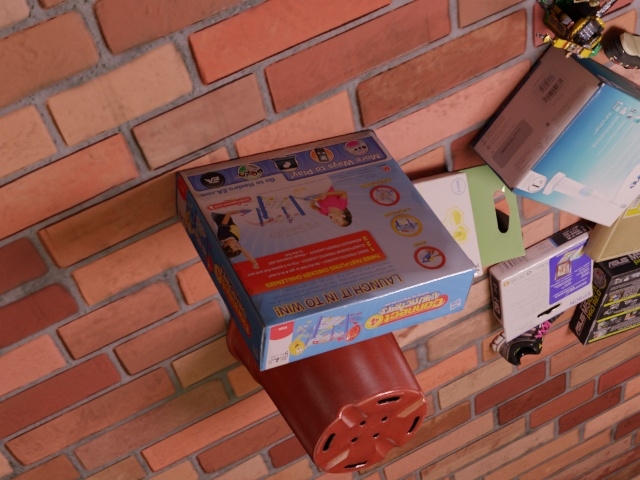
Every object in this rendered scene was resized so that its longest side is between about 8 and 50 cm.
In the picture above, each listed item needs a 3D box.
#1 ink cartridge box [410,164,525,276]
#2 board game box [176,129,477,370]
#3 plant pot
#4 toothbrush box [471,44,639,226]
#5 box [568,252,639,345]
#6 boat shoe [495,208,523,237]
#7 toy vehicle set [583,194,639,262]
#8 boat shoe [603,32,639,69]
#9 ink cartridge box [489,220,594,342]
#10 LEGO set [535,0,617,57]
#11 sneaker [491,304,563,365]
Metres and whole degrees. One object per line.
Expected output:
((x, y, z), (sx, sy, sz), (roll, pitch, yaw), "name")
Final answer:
((0.231, -0.027, 1.737), (0.235, 0.056, 0.171), (-14, 99, -21), "ink cartridge box")
((0.000, 0.000, 1.474), (0.308, 0.302, 0.086), (-14, 139, -22), "board game box")
((0.023, 0.211, 1.753), (0.272, 0.265, 0.272), (-19, 140, -16), "plant pot")
((0.422, -0.162, 1.738), (0.295, 0.126, 0.216), (14, 122, -43), "toothbrush box")
((0.662, 0.094, 2.244), (0.270, 0.060, 0.216), (-16, 140, -20), "box")
((0.255, -0.019, 1.838), (0.190, 0.068, 0.072), (16, 136, -31), "boat shoe")
((0.592, -0.086, 1.977), (0.166, 0.035, 0.267), (-10, 132, -38), "toy vehicle set")
((0.490, -0.294, 1.712), (0.042, 0.049, 0.133), (-25, 160, 38), "boat shoe")
((0.423, 0.080, 2.070), (0.206, 0.045, 0.208), (-27, 140, -9), "ink cartridge box")
((0.384, -0.356, 1.442), (0.255, 0.192, 0.331), (-39, 142, 7), "LEGO set")
((0.427, 0.188, 2.168), (0.170, 0.075, 0.063), (-39, 142, 8), "sneaker")
